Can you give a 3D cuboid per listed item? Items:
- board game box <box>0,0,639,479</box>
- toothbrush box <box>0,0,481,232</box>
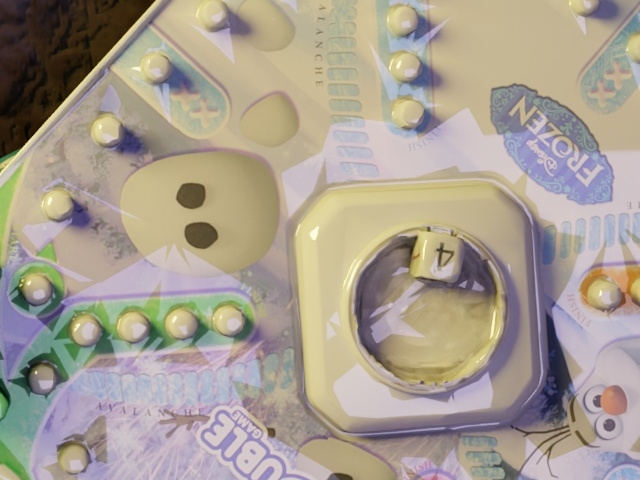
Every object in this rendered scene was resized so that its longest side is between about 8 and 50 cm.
[{"bbox_3d":[0.052,0.033,0.846,0.390,0.050,0.390,42,82,-8],"label":"board game box"},{"bbox_3d":[0.000,0.000,0.951,0.295,0.126,0.216,-27,110,-11],"label":"toothbrush box"}]
